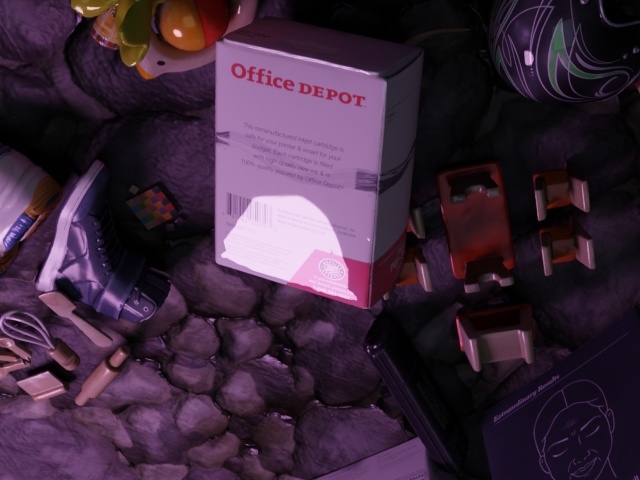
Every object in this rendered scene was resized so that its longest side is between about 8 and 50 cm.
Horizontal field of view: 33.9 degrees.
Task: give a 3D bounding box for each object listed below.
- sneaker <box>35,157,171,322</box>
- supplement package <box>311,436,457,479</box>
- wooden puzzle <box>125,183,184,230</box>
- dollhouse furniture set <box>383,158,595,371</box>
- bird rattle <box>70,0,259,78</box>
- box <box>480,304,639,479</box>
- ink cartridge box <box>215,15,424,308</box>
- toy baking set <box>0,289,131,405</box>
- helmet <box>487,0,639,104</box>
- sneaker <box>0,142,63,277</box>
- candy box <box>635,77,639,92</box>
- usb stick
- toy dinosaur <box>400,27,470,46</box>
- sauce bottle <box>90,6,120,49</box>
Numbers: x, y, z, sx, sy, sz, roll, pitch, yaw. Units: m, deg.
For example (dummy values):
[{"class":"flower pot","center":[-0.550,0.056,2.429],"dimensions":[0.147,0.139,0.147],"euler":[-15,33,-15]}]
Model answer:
[{"class":"sneaker","center":[-0.256,0.008,1.330],"dimensions":[0.163,0.086,0.226],"euler":[25,130,-3]},{"class":"supplement package","center":[0.094,0.452,1.596],"dimensions":[0.262,0.145,0.204],"euler":[-25,119,16]},{"class":"wooden puzzle","center":[-0.216,-0.042,1.353],"dimensions":[0.049,0.006,0.083],"euler":[-26,120,16]},{"class":"dollhouse furniture set","center":[0.209,0.024,1.351],"dimensions":[0.262,0.135,0.259],"euler":[-9,112,6]},{"class":"bird rattle","center":[-0.139,-0.277,1.136],"dimensions":[0.253,0.143,0.207],"euler":[-32,153,-20]},{"class":"box","center":[0.407,0.338,1.373],"dimensions":[0.212,0.395,0.293],"euler":[38,116,-23]},{"class":"ink cartridge box","center":[-0.004,-0.090,1.182],"dimensions":[0.207,0.117,0.283],"euler":[17,122,22]},{"class":"toy baking set","center":[-0.363,0.158,1.427],"dimensions":[0.197,0.030,0.256],"euler":[22,135,-31]},{"class":"helmet","center":[0.261,-0.232,1.139],"dimensions":[0.162,0.169,0.169],"euler":[13,124,-29]},{"class":"sneaker","center":[-0.451,-0.010,1.332],"dimensions":[0.131,0.112,0.296],"euler":[42,113,-5]},{"class":"candy box","center":[0.483,-0.173,1.245],"dimensions":[0.187,0.053,0.109],"euler":[27,120,-15]},{"class":"usb stick","center":[0.139,0.221,1.489],"dimensions":[0.045,0.077,0.278],"euler":[-11,125,32]},{"class":"toy dinosaur","center":[0.072,-0.194,1.233],"dimensions":[0.112,0.064,0.211],"euler":[10,134,-22]},{"class":"sauce bottle","center":[-0.214,-0.276,1.180],"dimensions":[0.042,0.042,0.128],"euler":[28,114,-17]}]
